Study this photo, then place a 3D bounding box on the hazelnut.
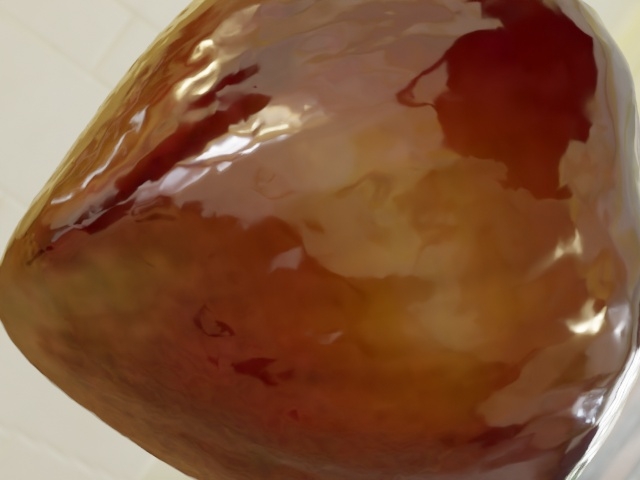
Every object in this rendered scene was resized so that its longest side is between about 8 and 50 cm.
[{"bbox_3d":[0.000,0.000,0.587,0.208,0.208,0.208,36,1,-1],"label":"hazelnut"}]
